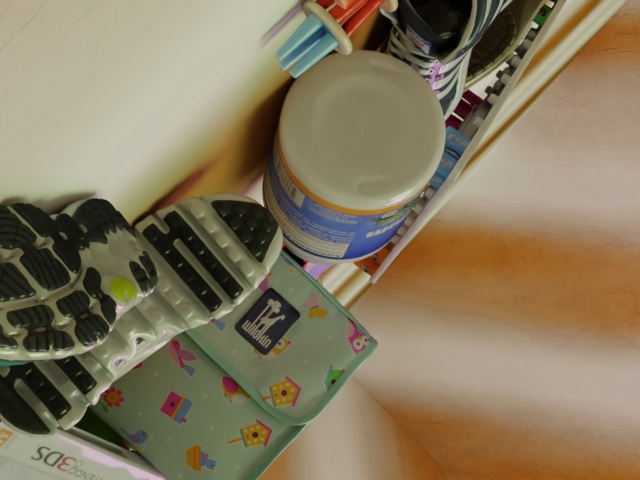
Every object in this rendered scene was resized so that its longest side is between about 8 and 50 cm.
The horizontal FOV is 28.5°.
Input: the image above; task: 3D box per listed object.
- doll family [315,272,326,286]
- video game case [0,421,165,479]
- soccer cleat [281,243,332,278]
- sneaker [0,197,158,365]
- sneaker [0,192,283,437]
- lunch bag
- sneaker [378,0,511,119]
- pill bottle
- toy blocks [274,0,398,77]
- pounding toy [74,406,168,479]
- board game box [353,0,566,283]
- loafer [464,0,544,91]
[{"bbox_3d":[-0.091,0.128,2.004,0.263,0.118,0.163,-65,163,11],"label":"doll family"},{"bbox_3d":[-0.343,0.310,1.239,0.329,0.036,0.300,-45,148,1],"label":"video game case"},{"bbox_3d":[0.000,0.000,1.826,0.248,0.083,0.095,-41,168,-16],"label":"soccer cleat"},{"bbox_3d":[-0.192,0.045,0.827,0.110,0.107,0.275,-37,175,11],"label":"sneaker"},{"bbox_3d":[-0.164,0.059,1.107,0.292,0.110,0.118,-35,179,-14],"label":"sneaker"},{"bbox_3d":[-0.096,0.126,1.348,0.262,0.223,0.160,-47,180,16],"label":"lunch bag"},{"bbox_3d":[0.095,-0.179,1.204,0.153,0.099,0.282,-43,168,-50],"label":"sneaker"},{"bbox_3d":[0.022,-0.064,1.230,0.152,0.152,0.272,-43,173,-16],"label":"pill bottle"},{"bbox_3d":[0.026,-0.187,0.928,0.148,0.054,0.123,-44,174,-6],"label":"toy blocks"},{"bbox_3d":[-0.205,0.259,1.464,0.237,0.110,0.183,75,29,-44],"label":"pounding toy"},{"bbox_3d":[0.204,-0.159,1.889,0.390,0.050,0.390,-57,179,-28],"label":"board game box"},{"bbox_3d":[0.181,-0.237,1.380,0.268,0.102,0.092,-44,167,-19],"label":"loafer"}]
